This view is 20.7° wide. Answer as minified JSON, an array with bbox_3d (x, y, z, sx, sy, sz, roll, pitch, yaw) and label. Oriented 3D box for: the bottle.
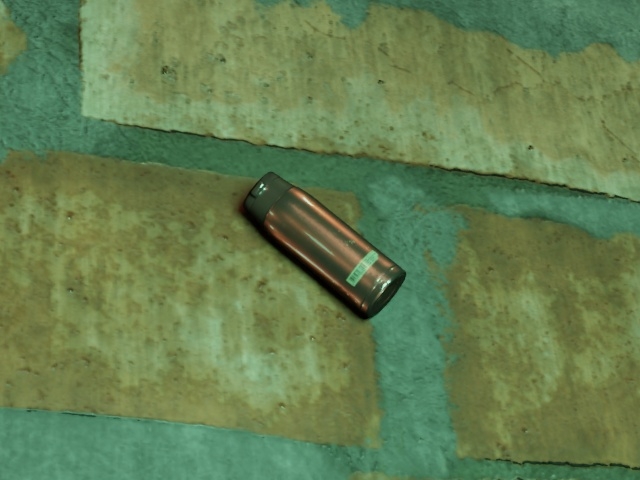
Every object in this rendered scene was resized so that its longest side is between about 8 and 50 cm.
[{"bbox_3d":[0.000,0.000,1.610,0.164,0.060,0.060,39,48,14],"label":"bottle"}]
